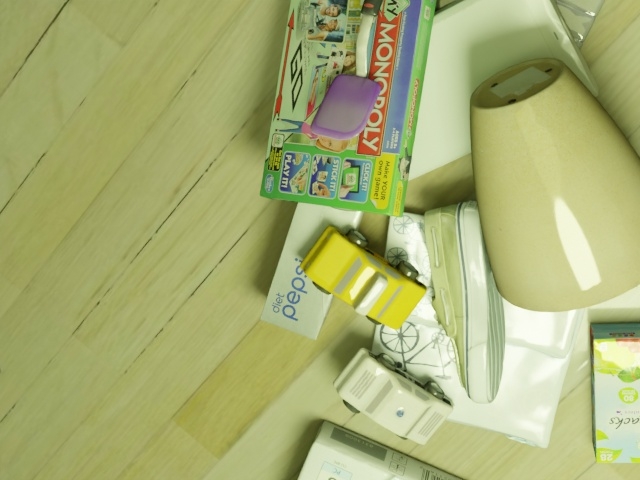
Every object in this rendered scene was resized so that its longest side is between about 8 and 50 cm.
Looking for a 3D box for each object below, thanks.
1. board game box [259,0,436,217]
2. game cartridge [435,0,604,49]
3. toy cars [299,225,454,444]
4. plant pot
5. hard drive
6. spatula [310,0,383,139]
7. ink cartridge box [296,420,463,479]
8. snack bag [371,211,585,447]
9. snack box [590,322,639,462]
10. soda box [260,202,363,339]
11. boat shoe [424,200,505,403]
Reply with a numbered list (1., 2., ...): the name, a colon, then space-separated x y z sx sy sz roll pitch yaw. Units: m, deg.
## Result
1. board game box: 0.037 -0.203 1.391 0.213 0.046 0.317 9 91 31
2. game cartridge: 0.235 -0.413 1.376 0.355 0.068 0.230 26 113 3
3. toy cars: 0.093 0.159 1.483 0.176 0.087 0.394 -15 112 1
4. plant pot: 0.305 -0.092 1.316 0.256 0.256 0.274 -21 116 16
5. hard drive: 0.205 -0.230 1.401 0.307 0.040 0.203 -24 108 26
6. spatula: 0.063 -0.278 1.337 0.084 0.030 0.297 19 95 33
7. ink cartridge box: 0.073 0.531 1.657 0.308 0.091 0.385 22 107 4
8. snack bag: 0.233 0.143 1.545 0.323 0.037 0.343 13 108 6
9. snack box: 0.500 0.230 1.501 0.174 0.070 0.207 -3 107 11
10. soda box: 0.000 0.000 1.518 0.098 0.091 0.286 21 108 4
11. boat shoe: 0.213 0.091 1.473 0.094 0.109 0.302 -2 96 26
